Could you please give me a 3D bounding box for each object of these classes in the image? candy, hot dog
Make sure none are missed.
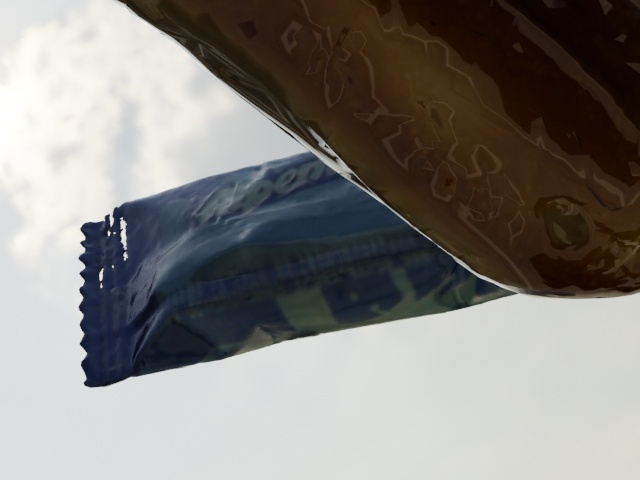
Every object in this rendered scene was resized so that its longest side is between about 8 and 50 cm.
[{"bbox_3d":[0.000,0.000,1.255,0.331,0.187,0.077,-12,-55,5],"label":"candy"},{"bbox_3d":[-0.008,-0.127,0.476,0.158,0.349,0.117,-44,15,35],"label":"hot dog"}]
